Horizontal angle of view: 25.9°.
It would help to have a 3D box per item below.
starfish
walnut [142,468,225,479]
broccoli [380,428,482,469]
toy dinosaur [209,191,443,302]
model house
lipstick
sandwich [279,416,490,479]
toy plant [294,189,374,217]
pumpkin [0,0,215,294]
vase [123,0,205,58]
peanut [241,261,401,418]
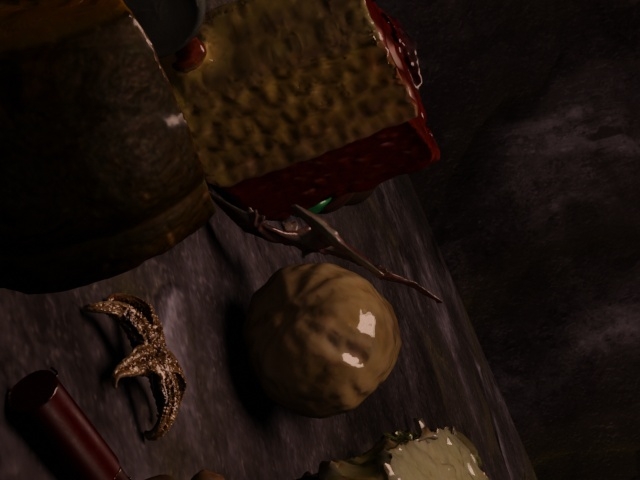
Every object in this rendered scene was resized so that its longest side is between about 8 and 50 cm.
[{"bbox_3d":[-0.103,0.064,0.790,0.091,0.028,0.078,57,16,-31],"label":"starfish"},{"bbox_3d":[-0.049,0.196,0.486,0.204,0.141,0.238,56,11,-3],"label":"walnut"},{"bbox_3d":[0.094,0.225,1.260,0.131,0.120,0.130,1,40,-45],"label":"broccoli"},{"bbox_3d":[-0.001,0.001,1.124,0.108,0.220,0.032,150,-38,-81],"label":"toy dinosaur"},{"bbox_3d":[-0.022,-0.134,1.168,0.254,0.196,0.160,36,36,-71],"label":"model house"},{"bbox_3d":[-0.099,0.129,0.684,0.027,0.027,0.176,-99,166,-51],"label":"lipstick"},{"bbox_3d":[0.064,0.263,0.871,0.262,0.131,0.325,43,25,-39],"label":"sandwich"},{"bbox_3d":[-0.013,-0.087,1.422,0.200,0.105,0.143,18,64,-55],"label":"toy plant"},{"bbox_3d":[-0.154,-0.089,0.602,0.248,0.126,0.131,54,-9,43],"label":"pumpkin"},{"bbox_3d":[-0.147,-0.232,1.048,0.086,0.086,0.214,58,9,-47],"label":"vase"},{"bbox_3d":[0.003,0.075,1.109,0.256,0.123,0.123,5,64,-85],"label":"peanut"}]
